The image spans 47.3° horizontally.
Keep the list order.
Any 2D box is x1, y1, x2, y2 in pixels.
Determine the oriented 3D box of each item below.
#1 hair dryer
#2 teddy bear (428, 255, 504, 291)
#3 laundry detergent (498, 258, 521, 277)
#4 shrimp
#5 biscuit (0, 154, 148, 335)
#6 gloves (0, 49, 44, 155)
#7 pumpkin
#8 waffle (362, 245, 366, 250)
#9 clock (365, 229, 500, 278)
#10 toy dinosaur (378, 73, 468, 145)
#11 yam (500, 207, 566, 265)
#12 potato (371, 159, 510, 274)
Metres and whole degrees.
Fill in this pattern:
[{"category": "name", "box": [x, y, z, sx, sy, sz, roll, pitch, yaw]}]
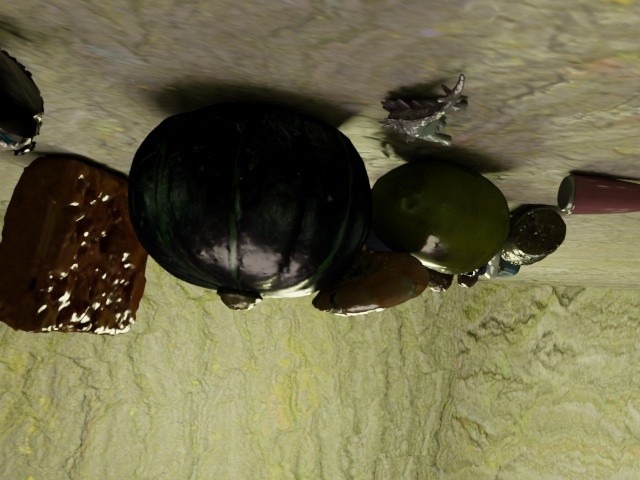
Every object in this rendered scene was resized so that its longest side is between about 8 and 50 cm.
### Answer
[{"category": "hair dryer", "box": [0.373, -0.065, 1.029, 0.106, 0.054, 0.154, 3, -175, -4]}, {"category": "teddy bear", "box": [0.300, 0.017, 1.548, 0.190, 0.177, 0.140, 2, -142, 49]}, {"category": "laundry detergent", "box": [0.341, 0.021, 1.781, 0.289, 0.094, 0.143, 12, 180, -21]}, {"category": "shrimp", "box": [0.055, 0.052, 0.948, 0.145, 0.061, 0.267, -22, -167, -1]}, {"category": "biscuit", "box": [-0.492, 0.020, 1.493, 0.166, 0.343, 0.395, 10, 173, 13]}, {"category": "gloves", "box": [-0.421, -0.140, 0.710, 0.210, 0.135, 0.312, 3, -178, -44]}, {"category": "pumpkin", "box": [-0.083, -0.033, 0.885, 0.315, 0.239, 0.315, 10, 171, 2]}, {"category": "waffle", "box": [0.000, 0.000, 1.480, 0.247, 0.055, 0.221, 20, 148, -16]}, {"category": "clock", "box": [0.196, -0.009, 1.287, 0.243, 0.147, 0.200, 3, 151, 10]}, {"category": "toy dinosaur", "box": [0.101, -0.122, 0.719, 0.082, 0.039, 0.209, 9, 174, -6]}, {"category": "yam", "box": [0.379, -0.006, 1.327, 0.107, 0.107, 0.183, 7, 173, 4]}, {"category": "potato", "box": [0.166, -0.037, 1.014, 0.186, 0.149, 0.253, 35, -170, 17]}]
